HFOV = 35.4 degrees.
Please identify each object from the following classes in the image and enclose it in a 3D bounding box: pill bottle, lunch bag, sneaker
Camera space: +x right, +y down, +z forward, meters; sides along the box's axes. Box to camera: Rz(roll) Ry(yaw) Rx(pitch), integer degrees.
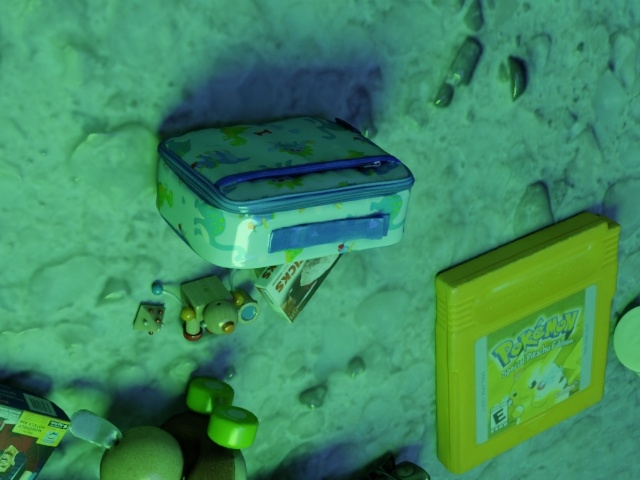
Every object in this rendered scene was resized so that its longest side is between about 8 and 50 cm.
[{"bbox_3d":[0.544,0.172,1.515,0.221,0.121,0.121,22,103,-41],"label":"pill bottle"},{"bbox_3d":[-0.032,-0.048,0.950,0.219,0.176,0.090,-9,122,-29],"label":"lunch bag"},{"bbox_3d":[0.059,0.335,1.309,0.227,0.087,0.130,22,99,-42],"label":"sneaker"}]

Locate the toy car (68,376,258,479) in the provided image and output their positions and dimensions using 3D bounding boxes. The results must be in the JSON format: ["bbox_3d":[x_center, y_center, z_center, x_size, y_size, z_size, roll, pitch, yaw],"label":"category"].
[{"bbox_3d":[-0.182,0.231,1.050,0.188,0.149,0.155,10,101,-27],"label":"toy car"}]

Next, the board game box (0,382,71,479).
[{"bbox_3d":[-0.374,0.213,0.953,0.194,0.060,0.194,28,101,-42],"label":"board game box"}]

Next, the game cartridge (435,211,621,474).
[{"bbox_3d":[0.283,0.139,1.364,0.285,0.053,0.323,-22,128,-23],"label":"game cartridge"}]

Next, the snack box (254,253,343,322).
[{"bbox_3d":[0.000,0.000,1.071,0.178,0.022,0.064,-53,135,-21],"label":"snack box"}]

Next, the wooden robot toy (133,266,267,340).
[{"bbox_3d":[-0.102,0.077,1.044,0.173,0.079,0.076,-17,125,-25],"label":"wooden robot toy"}]
